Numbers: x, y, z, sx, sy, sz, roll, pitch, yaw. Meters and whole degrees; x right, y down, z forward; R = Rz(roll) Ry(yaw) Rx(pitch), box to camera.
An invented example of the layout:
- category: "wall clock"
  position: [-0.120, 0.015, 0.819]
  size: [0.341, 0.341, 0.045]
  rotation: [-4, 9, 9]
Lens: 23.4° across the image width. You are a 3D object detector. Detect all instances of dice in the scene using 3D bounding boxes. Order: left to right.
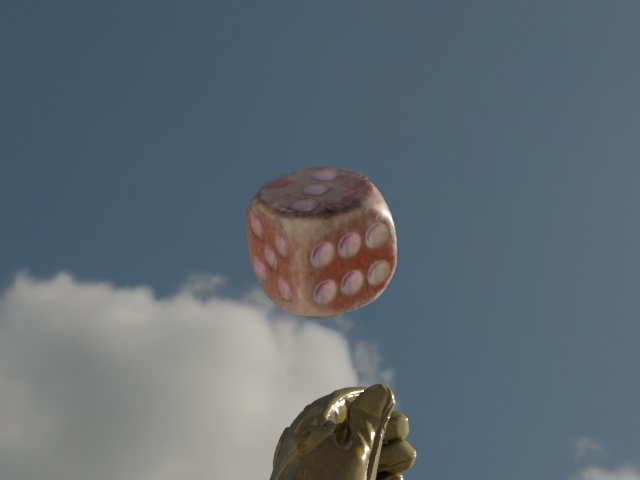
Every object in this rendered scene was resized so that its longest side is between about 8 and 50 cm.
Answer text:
- category: "dice"
  position: [0.000, 0.000, 1.217]
  size: [0.091, 0.093, 0.094]
  rotation: [37, -40, 50]

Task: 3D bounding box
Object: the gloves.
- category: "gloves"
  position: [0.010, 0.273, 1.706]
  size: [0.141, 0.331, 0.154]
  rotation: [-4, -59, 18]
